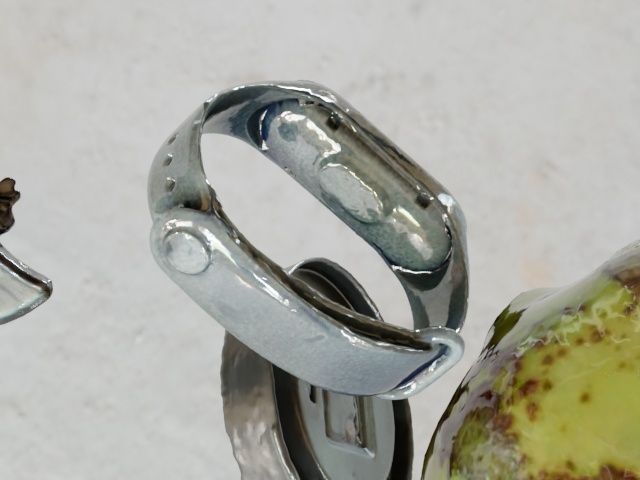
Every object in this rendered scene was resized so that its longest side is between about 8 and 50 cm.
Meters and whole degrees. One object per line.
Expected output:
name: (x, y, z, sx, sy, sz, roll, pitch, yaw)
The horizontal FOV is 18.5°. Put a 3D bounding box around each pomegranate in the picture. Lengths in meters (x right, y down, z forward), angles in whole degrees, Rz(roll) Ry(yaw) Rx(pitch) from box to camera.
pomegranate: (0.158, 0.108, 0.786, 0.222, 0.276, 0.204, -37, 102, 7)

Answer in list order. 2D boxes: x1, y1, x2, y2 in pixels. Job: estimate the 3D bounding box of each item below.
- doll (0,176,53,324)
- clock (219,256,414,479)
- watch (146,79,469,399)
doll: (-0.203, 0.034, 0.704, 0.219, 0.067, 0.091, -32, 90, 7)
clock: (0.000, 0.103, 1.218, 0.184, 0.040, 0.184, 38, 44, -50)
watch: (0.000, 0.000, 1.121, 0.206, 0.068, 0.193, 44, 36, -5)
